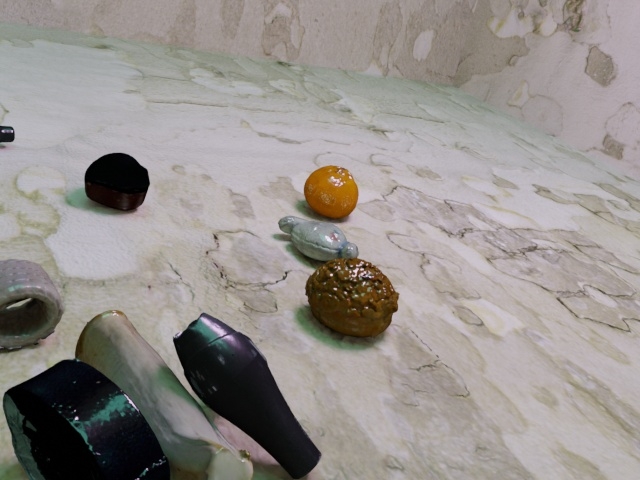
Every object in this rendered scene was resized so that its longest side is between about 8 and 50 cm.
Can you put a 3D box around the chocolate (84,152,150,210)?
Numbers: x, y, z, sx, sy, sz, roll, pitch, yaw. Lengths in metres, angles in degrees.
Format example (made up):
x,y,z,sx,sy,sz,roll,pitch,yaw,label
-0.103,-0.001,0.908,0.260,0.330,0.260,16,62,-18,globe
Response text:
x,y,z,sx,sy,sz,roll,pitch,yaw,label
-0.422,-0.108,1.385,0.125,0.080,0.149,-25,50,-38,chocolate

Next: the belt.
x,y,z,sx,sy,sz,roll,pitch,yaw,label
-0.247,0.211,0.696,0.198,0.151,0.078,33,36,22,belt

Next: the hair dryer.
x,y,z,sx,sy,sz,roll,pitch,yaw,label
-0.087,0.180,0.897,0.235,0.091,0.271,50,3,-6,hair dryer

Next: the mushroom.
x,y,z,sx,sy,sz,roll,pitch,yaw,label
-0.194,0.197,0.786,0.095,0.122,0.351,-21,34,-34,mushroom

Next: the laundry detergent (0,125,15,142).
x,y,z,sx,sy,sz,roll,pitch,yaw,label
-0.794,-0.235,1.472,0.226,0.070,0.099,-4,22,-36,laundry detergent

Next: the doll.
x,y,z,sx,sy,sz,roll,pitch,yaw,label
0.000,0.000,1.380,0.214,0.071,0.104,25,18,40,doll

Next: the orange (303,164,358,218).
x,y,z,sx,sy,sz,roll,pitch,yaw,label
0.026,-0.118,1.592,0.136,0.117,0.135,7,20,-3,orange

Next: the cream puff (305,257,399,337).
x,y,z,sx,sy,sz,roll,pitch,yaw,label
0.057,0.091,1.154,0.165,0.115,0.150,10,28,-11,cream puff

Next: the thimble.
x,y,z,sx,sy,sz,roll,pitch,yaw,label
-0.425,0.088,0.930,0.115,0.102,0.090,-31,43,-18,thimble
